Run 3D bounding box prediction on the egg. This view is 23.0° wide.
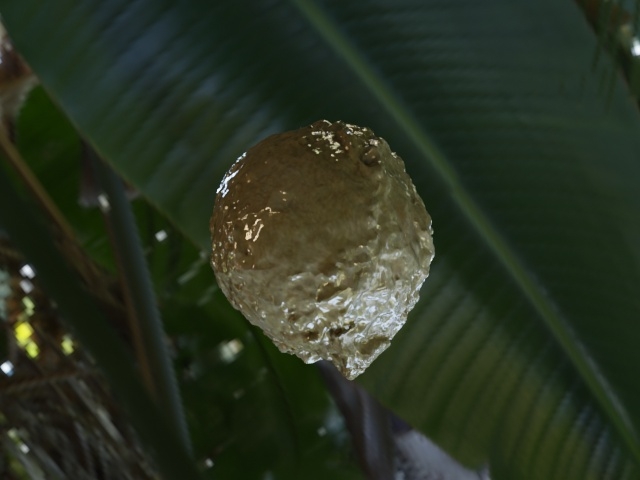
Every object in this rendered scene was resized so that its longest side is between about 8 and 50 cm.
[{"bbox_3d":[0.000,0.000,0.816,0.116,0.118,0.140,-13,-139,2],"label":"egg"}]
